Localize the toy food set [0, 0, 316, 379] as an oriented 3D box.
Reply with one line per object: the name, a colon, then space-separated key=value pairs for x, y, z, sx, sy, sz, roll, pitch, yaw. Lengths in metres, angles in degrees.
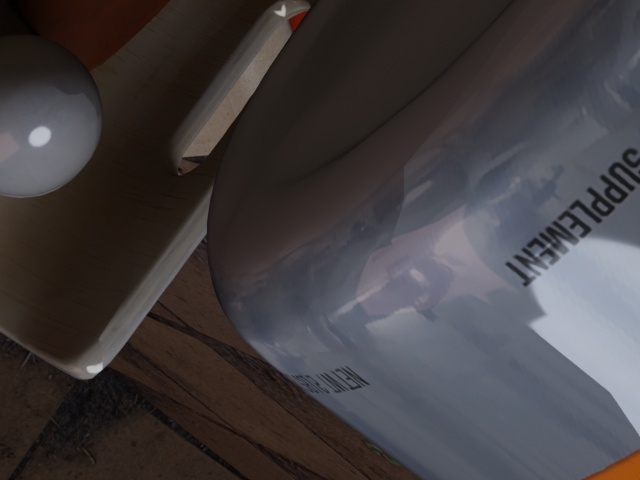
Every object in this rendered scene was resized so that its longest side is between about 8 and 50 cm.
toy food set: x=-0.124 y=-0.133 z=0.530 sx=0.306 sy=0.219 sz=0.092 roll=40 pitch=168 yaw=-22

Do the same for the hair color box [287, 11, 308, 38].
hair color box: x=0.017 y=-0.079 z=0.759 sx=0.167 sy=0.053 sz=0.093 roll=30 pitch=167 yaw=15

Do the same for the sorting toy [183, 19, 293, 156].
sorting toy: x=-0.124 y=-0.109 z=0.699 sx=0.208 sy=0.038 sz=0.193 roll=-7 pitch=130 yaw=14

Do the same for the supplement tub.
supplement tub: x=0.157 y=0.030 z=0.434 sx=0.338 sy=0.207 sz=0.207 roll=38 pitch=168 yaw=-15
